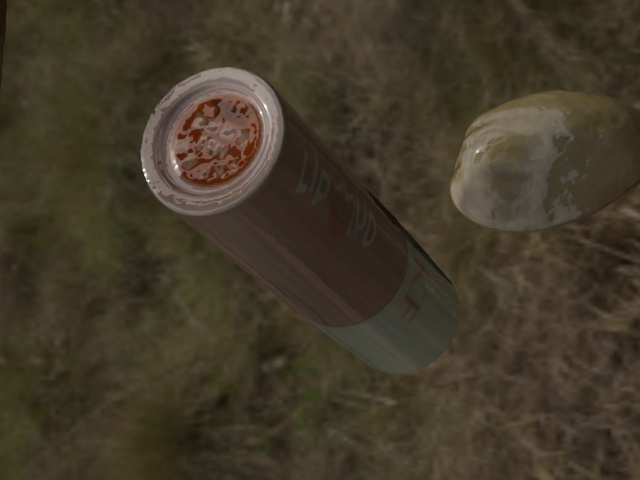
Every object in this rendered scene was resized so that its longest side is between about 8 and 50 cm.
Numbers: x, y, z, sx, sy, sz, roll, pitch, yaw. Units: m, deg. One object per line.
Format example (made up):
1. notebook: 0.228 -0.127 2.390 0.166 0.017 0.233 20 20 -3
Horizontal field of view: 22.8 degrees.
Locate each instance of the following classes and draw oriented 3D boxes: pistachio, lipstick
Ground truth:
1. pistachio: 0.195 -0.069 1.334 0.108 0.185 0.126 81 167 -55
2. lipstick: 0.000 0.000 0.782 0.070 0.254 0.070 -8 67 20

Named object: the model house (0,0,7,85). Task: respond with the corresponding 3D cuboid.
1. model house: -0.348 -0.151 1.102 0.199 0.229 0.220 1 96 32
